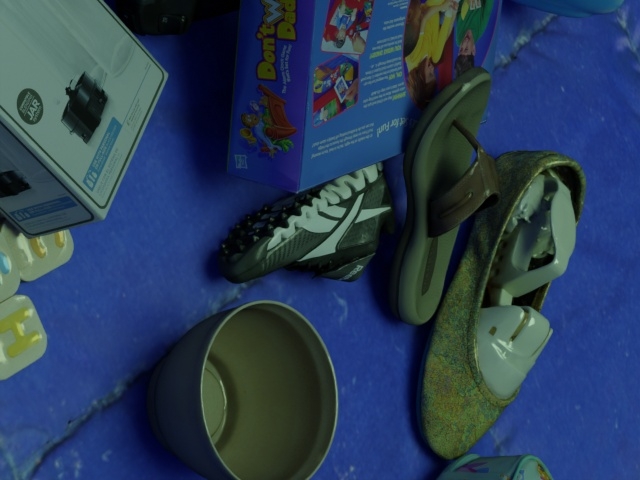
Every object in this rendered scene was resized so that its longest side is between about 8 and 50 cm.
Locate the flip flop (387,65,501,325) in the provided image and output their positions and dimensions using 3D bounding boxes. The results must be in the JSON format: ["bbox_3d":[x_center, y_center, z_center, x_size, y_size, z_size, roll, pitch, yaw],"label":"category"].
[{"bbox_3d":[0.127,-0.036,1.849,0.112,0.080,0.277,-27,134,-52],"label":"flip flop"}]

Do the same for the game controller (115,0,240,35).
[{"bbox_3d":[-0.085,-0.311,1.632,0.166,0.067,0.319,-31,149,-38],"label":"game controller"}]

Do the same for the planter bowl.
[{"bbox_3d":[-0.079,0.136,1.664,0.162,0.109,0.162,10,76,-46],"label":"planter bowl"}]

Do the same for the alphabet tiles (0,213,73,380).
[{"bbox_3d":[-0.311,-0.012,1.509,0.278,0.021,0.284,-32,106,-45],"label":"alphabet tiles"}]

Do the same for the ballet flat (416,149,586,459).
[{"bbox_3d":[0.190,0.055,1.959,0.123,0.123,0.348,40,57,-35],"label":"ballet flat"}]

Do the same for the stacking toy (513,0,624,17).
[{"bbox_3d":[0.274,-0.392,2.120,0.175,0.165,0.302,17,41,1],"label":"stacking toy"}]

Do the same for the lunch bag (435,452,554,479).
[{"bbox_3d":[0.148,0.359,1.867,0.279,0.108,0.224,-48,123,-37],"label":"lunch bag"}]

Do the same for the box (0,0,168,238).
[{"bbox_3d":[-0.259,-0.157,1.514,0.290,0.087,0.169,49,46,-33],"label":"box"}]

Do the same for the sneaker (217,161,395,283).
[{"bbox_3d":[0.000,0.000,1.794,0.234,0.078,0.106,-37,107,-46],"label":"sneaker"}]

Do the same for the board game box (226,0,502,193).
[{"bbox_3d":[0.053,-0.196,1.786,0.347,0.078,0.233,-22,123,-54],"label":"board game box"}]
